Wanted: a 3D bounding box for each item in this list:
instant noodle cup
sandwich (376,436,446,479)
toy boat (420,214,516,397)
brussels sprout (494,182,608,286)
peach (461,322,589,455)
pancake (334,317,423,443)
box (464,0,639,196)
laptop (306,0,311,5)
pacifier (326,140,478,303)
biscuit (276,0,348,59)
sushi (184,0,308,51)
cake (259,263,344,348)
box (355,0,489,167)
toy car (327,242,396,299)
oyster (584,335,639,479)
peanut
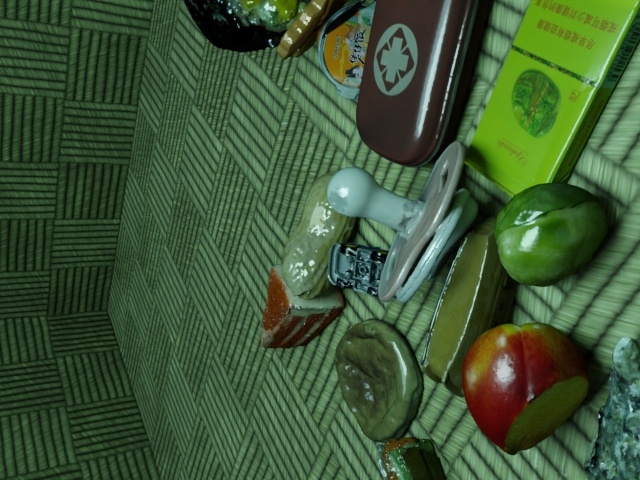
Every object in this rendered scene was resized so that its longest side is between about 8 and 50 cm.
[{"bbox_3d":[0.064,-0.423,1.313,0.208,0.178,0.125,-62,26,13],"label":"instant noodle cup"},{"bbox_3d":[0.178,0.500,1.231,0.160,0.109,0.184,-30,66,52],"label":"sandwich"},{"bbox_3d":[0.274,0.112,1.046,0.089,0.122,0.320,22,96,56],"label":"toy boat"},{"bbox_3d":[0.334,-0.006,0.913,0.131,0.146,0.183,59,137,29],"label":"brussels sprout"},{"bbox_3d":[0.313,0.225,0.926,0.190,0.190,0.192,-32,61,54],"label":"peach"},{"bbox_3d":[0.121,0.314,1.364,0.294,0.050,0.294,10,102,57],"label":"pancake"},{"bbox_3d":[0.358,-0.232,0.958,0.187,0.047,0.334,49,131,44],"label":"box"},{"bbox_3d":[0.044,-0.597,1.332,0.016,0.197,0.135,39,137,-4],"label":"laptop"},{"bbox_3d":[0.158,-0.039,1.098,0.273,0.220,0.332,47,132,25],"label":"pacifier"},{"bbox_3d":[0.029,-0.534,1.329,0.047,0.202,0.334,40,110,-2],"label":"biscuit"},{"bbox_3d":[-0.140,-0.632,1.447,0.285,0.328,0.327,16,147,51],"label":"sushi"},{"bbox_3d":[-0.074,0.164,1.564,0.262,0.158,0.159,-51,46,48],"label":"cake"},{"bbox_3d":[0.183,-0.346,1.168,0.263,0.108,0.403,37,123,51],"label":"box"},{"bbox_3d":[0.114,0.063,1.325,0.191,0.100,0.097,12,103,37],"label":"toy car"},{"bbox_3d":[0.432,0.283,0.797,0.162,0.158,0.350,-7,101,24],"label":"oyster"},{"bbox_3d":[-0.001,-0.016,1.419,0.149,0.149,0.313,18,89,56],"label":"peanut"}]
